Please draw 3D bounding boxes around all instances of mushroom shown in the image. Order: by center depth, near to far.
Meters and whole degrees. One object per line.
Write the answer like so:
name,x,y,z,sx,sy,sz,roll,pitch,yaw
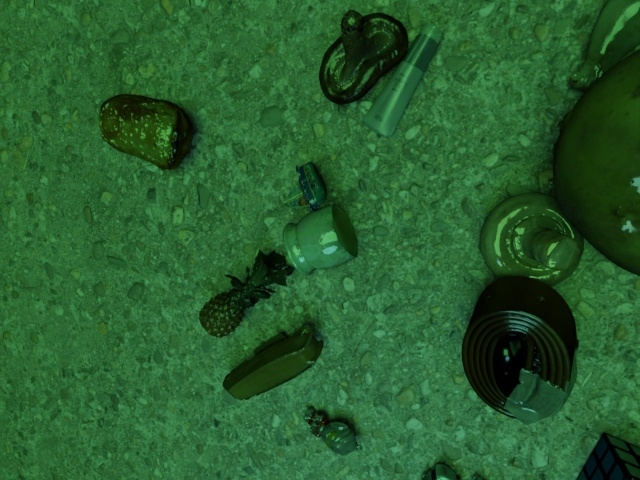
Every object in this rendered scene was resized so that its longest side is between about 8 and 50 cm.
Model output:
mushroom,0.583,-0.401,0.837,0.116,0.093,0.225,30,102,-13
mushroom,0.441,0.014,0.899,0.206,0.209,0.206,12,129,15
mushroom,0.068,-0.408,0.911,0.148,0.217,0.227,46,107,11

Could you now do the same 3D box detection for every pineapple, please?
pineapple,-0.197,0.145,1.138,0.277,0.119,0.130,-45,67,16

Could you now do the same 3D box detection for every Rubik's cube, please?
Rubik's cube,0.683,0.557,0.933,0.163,0.162,0.160,21,105,10

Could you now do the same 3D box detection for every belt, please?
belt,0.425,0.238,0.915,0.217,0.122,0.338,6,127,31

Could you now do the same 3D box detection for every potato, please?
potato,0.599,-0.100,0.728,0.319,0.385,0.442,-36,93,18

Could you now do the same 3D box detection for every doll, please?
doll,0.031,0.520,1.160,0.180,0.079,0.094,25,106,22

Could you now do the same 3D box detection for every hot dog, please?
hot dog,-0.455,-0.293,1.139,0.259,0.114,0.175,23,109,13

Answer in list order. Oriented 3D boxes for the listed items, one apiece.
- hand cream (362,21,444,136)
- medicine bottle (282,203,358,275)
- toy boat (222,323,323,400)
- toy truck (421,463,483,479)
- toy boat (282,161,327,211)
hand cream,0.189,-0.363,0.979,0.079,0.048,0.255,36,109,16
medicine bottle,0.000,0.000,1.039,0.143,0.147,0.147,-22,93,21
toy boat,-0.134,0.323,1.144,0.321,0.121,0.089,-33,114,19
toy truck,0.355,0.642,1.083,0.178,0.080,0.115,34,101,7
toy boat,-0.041,-0.110,1.019,0.110,0.175,0.091,-29,124,11
